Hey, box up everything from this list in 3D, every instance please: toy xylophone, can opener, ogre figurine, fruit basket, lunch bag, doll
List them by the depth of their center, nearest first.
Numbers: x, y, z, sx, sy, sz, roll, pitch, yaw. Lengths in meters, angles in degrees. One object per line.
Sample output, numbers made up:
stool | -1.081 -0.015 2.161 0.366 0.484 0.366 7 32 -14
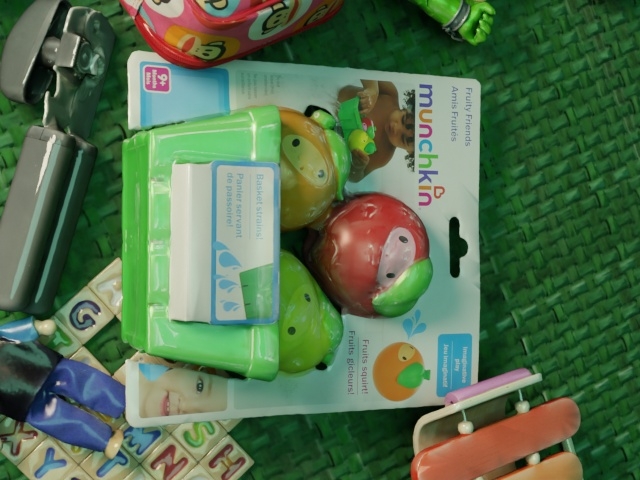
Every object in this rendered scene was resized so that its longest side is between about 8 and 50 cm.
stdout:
lunch bag | -0.087 -0.315 0.838 0.258 0.120 0.293 -30 86 -31
doll | -0.260 0.133 0.858 0.189 0.046 0.129 30 87 -13
can opener | -0.256 -0.079 0.867 0.095 0.076 0.283 15 87 18
fruit basket | 0.000 0.000 0.875 0.353 0.165 0.326 1 90 -18
toy xylophone | 0.201 0.276 0.932 0.236 0.081 0.322 -22 94 -31
ogre figurine | 0.119 -0.300 0.938 0.118 0.097 0.197 9 99 -26

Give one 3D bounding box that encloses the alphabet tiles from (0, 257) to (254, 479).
alphabet tiles | -0.183 0.169 0.906 0.198 0.009 0.237 -44 99 -11
